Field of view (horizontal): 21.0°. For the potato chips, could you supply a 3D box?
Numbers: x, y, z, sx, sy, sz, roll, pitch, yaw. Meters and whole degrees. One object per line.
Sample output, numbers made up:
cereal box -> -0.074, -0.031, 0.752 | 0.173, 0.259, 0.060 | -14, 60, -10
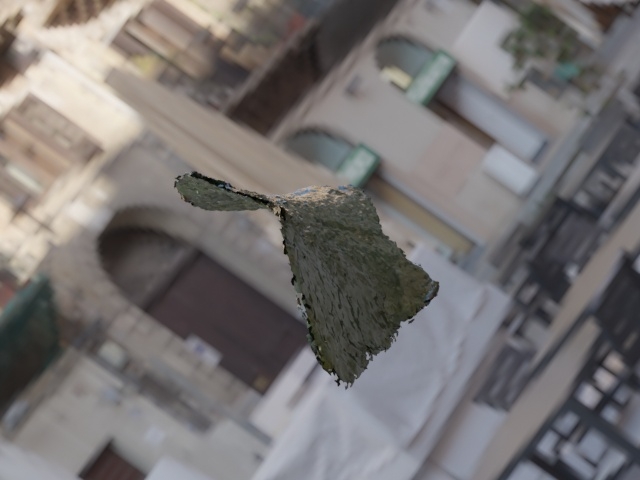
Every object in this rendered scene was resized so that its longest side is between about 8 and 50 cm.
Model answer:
potato chips -> -0.005, 0.007, 0.977 | 0.059, 0.167, 0.228 | -58, 36, 12
